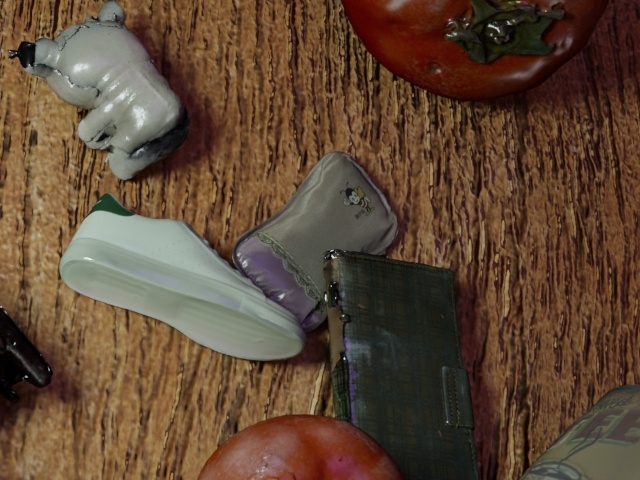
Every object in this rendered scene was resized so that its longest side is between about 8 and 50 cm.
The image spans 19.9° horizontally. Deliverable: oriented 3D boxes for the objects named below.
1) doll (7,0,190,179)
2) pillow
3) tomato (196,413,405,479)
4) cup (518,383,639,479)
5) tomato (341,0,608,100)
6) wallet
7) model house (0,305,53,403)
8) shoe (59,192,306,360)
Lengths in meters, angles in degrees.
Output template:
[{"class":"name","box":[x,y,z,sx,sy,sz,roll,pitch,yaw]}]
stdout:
[{"class":"doll","box":[-0.221,-0.164,1.944,0.192,0.095,0.149,47,54,1]},{"class":"pillow","box":[0.000,0.000,1.995,0.130,0.038,0.233,49,51,-4]},{"class":"tomato","box":[-0.022,0.269,1.730,0.208,0.184,0.208,11,64,-24]},{"class":"cup","box":[0.302,0.295,1.823,0.257,0.301,0.227,-35,85,-30]},{"class":"tomato","box":[0.183,-0.337,2.147,0.325,0.293,0.289,7,45,-18]},{"class":"wallet","box":[0.085,0.168,1.927,0.169,0.044,0.317,9,61,-29]},{"class":"model house","box":[-0.380,0.097,1.707,0.164,0.141,0.203,-43,64,-17]},{"class":"shoe","box":[-0.130,0.032,1.875,0.265,0.095,0.110,21,54,-12]}]
